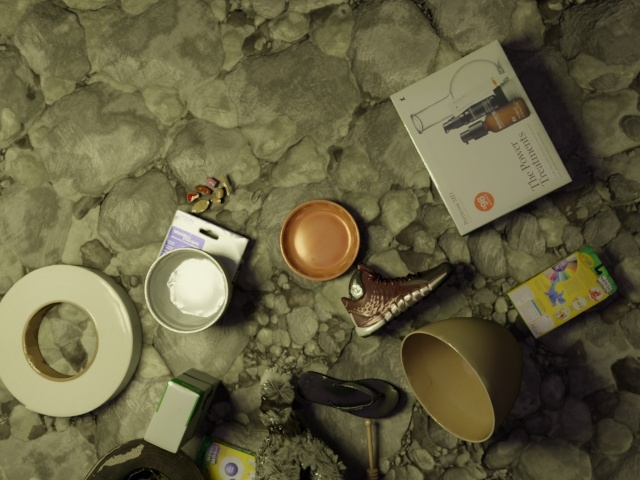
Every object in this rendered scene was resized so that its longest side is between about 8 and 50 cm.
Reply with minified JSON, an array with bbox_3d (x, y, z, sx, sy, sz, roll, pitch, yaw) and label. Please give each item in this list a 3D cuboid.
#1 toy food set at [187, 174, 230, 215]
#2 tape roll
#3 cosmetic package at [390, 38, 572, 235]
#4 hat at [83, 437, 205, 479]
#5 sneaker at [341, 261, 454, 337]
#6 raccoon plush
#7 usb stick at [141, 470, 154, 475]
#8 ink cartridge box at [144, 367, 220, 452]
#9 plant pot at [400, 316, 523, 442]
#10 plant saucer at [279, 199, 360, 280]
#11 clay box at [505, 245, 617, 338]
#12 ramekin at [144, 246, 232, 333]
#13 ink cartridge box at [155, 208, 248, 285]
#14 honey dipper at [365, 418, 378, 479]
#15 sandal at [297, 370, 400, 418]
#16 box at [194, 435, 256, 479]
[{"bbox_3d":[-0.288,-0.119,1.999,0.122,0.019,0.078,-22,85,15],"label":"toy food set"},{"bbox_3d":[-0.653,0.255,2.019,0.392,0.072,0.392,0,88,8],"label":"tape roll"},{"bbox_3d":[0.375,-0.238,1.863,0.284,0.097,0.377,-28,85,10],"label":"cosmetic package"},{"bbox_3d":[-0.432,0.642,1.887,0.331,0.134,0.331,2,77,-10],"label":"hat"},{"bbox_3d":[0.168,0.097,1.881,0.281,0.106,0.162,-36,81,7],"label":"sneaker"},{"bbox_3d":[-0.089,0.571,1.889,0.216,0.446,0.299,15,131,-17],"label":"raccoon plush"},{"bbox_3d":[-0.424,0.696,1.977,0.077,0.045,0.278,3,89,-20],"label":"usb stick"},{"bbox_3d":[-0.329,0.404,1.896,0.087,0.208,0.153,23,93,6],"label":"ink cartridge box"},{"bbox_3d":[0.349,0.286,1.788,0.191,0.284,0.284,-29,83,-28],"label":"plant pot"},{"bbox_3d":[0.000,0.000,1.941,0.200,0.037,0.200,0,89,9],"label":"plant saucer"},{"bbox_3d":[0.564,0.120,1.843,0.222,0.053,0.127,-31,84,5],"label":"clay box"},{"bbox_3d":[-0.309,0.118,1.905,0.207,0.109,0.207,0,90,9],"label":"ramekin"},{"bbox_3d":[-0.304,0.054,1.982,0.206,0.045,0.208,24,94,9],"label":"ink cartridge box"},{"bbox_3d":[0.121,0.513,1.905,0.030,0.030,0.160,-4,93,9],"label":"honey dipper"},{"bbox_3d":[0.066,0.379,1.912,0.254,0.054,0.097,5,89,9],"label":"sandal"},{"bbox_3d":[-0.226,0.563,1.959,0.179,0.043,0.105,17,90,10],"label":"box"}]
